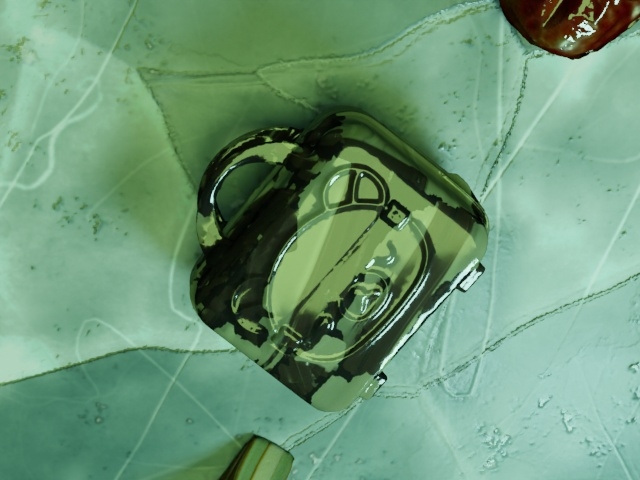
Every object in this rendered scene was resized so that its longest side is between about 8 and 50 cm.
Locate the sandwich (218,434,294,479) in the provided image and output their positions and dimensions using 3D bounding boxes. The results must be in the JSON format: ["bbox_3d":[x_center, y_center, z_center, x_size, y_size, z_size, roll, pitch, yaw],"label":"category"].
[{"bbox_3d":[-0.104,0.374,1.803,0.079,0.113,0.163,33,104,-17],"label":"sandwich"}]

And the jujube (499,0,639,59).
[{"bbox_3d":[0.349,-0.372,1.521,0.216,0.216,0.342,30,118,-16],"label":"jujube"}]

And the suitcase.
[{"bbox_3d":[0.000,0.000,1.626,0.339,0.194,0.351,37,102,-12],"label":"suitcase"}]
